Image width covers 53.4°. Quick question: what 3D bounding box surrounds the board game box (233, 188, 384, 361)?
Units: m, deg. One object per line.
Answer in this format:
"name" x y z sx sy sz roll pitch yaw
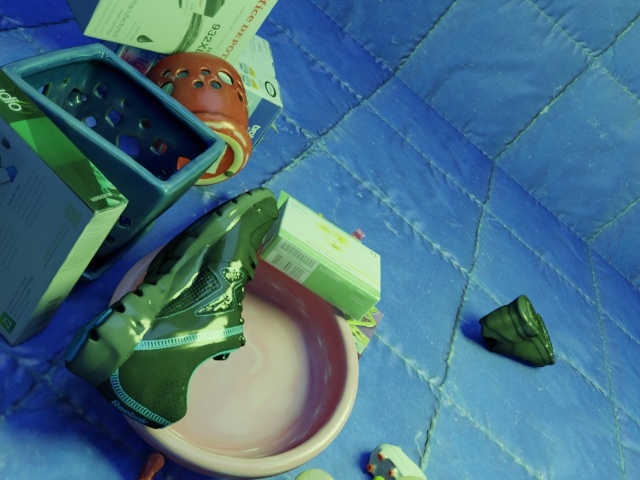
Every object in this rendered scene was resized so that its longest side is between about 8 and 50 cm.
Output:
"board game box" -0.055 0.070 1.096 0.347 0.056 0.208 42 34 0

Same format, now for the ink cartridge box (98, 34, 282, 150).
"ink cartridge box" -0.238 -0.353 1.317 0.396 0.151 0.269 20 39 -30

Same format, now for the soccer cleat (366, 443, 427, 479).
"soccer cleat" 0.140 0.378 0.908 0.076 0.068 0.196 8 41 -49

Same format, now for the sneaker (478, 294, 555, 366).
"sneaker" 0.439 0.213 1.426 0.286 0.130 0.109 45 31 -44

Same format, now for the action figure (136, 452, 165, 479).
"action figure" -0.200 0.287 0.564 0.091 0.139 0.280 43 32 4

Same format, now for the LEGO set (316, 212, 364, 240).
"LEGO set" 0.000 0.000 1.112 0.087 0.093 0.227 46 30 6

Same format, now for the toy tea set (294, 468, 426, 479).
"toy tea set" 0.092 0.419 0.790 0.200 0.124 0.336 -28 74 -28

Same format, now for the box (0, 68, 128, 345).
"box" -0.385 -0.071 0.706 0.322 0.232 0.058 45 29 4

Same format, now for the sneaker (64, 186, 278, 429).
"sneaker" -0.141 0.065 0.756 0.139 0.125 0.340 49 49 -13

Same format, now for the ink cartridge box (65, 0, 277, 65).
"ink cartridge box" -0.234 -0.434 1.067 0.308 0.223 0.129 -3 55 -49

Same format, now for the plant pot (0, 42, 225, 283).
"plant pot" -0.301 -0.095 0.841 0.236 0.212 0.236 38 24 -7

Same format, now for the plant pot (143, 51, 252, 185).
"plant pot" -0.218 -0.206 1.122 0.191 0.191 0.174 17 45 -36

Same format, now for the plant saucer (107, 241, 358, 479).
"plant saucer" -0.114 0.147 0.826 0.332 0.084 0.332 16 49 -19

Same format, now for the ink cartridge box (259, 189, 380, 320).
"ink cartridge box" 0.007 -0.002 0.953 0.171 0.056 0.235 33 27 -13
